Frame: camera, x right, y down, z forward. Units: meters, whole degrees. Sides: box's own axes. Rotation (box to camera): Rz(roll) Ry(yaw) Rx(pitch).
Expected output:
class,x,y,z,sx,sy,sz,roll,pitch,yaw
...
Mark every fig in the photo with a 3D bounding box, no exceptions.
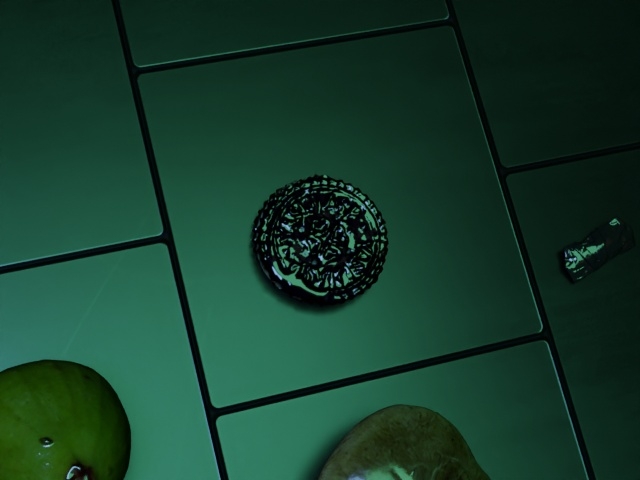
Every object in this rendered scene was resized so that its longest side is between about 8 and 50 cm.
class,x,y,z,sx,sy,sz,roll,pitch,yaw
fig,-0.320,0.244,1.312,0.203,0.225,0.203,-2,94,-27

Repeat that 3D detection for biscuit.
class,x,y,z,sx,sy,sz,roll,pitch,yaw
biscuit,0.000,0.000,1.526,0.194,0.053,0.194,3,74,-11

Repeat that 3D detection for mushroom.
class,x,y,z,sx,sy,sz,roll,pitch,yaw
mushroom,0.118,0.354,1.403,0.278,0.146,0.278,4,77,-17

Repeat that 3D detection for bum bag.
class,x,y,z,sx,sy,sz,roll,pitch,yaw
bum bag,0.409,0.011,1.611,0.124,0.034,0.058,-32,97,-17
